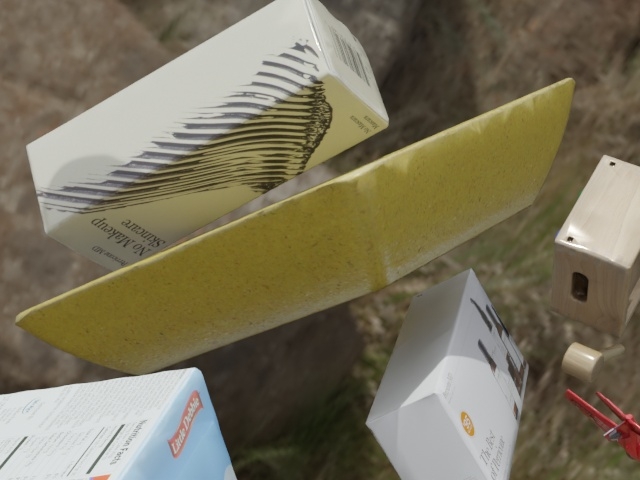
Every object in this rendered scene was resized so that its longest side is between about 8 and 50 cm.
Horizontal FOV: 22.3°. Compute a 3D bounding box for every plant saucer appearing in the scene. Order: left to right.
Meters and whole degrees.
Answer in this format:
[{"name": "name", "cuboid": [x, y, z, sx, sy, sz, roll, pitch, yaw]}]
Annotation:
[{"name": "plant saucer", "cuboid": [0.000, 0.000, 1.189, 0.333, 0.333, 0.081, -26, 93, -54]}]

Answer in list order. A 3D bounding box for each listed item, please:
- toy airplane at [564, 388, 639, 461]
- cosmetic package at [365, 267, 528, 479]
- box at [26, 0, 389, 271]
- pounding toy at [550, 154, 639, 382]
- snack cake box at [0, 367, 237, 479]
[{"name": "toy airplane", "cuboid": [0.251, 0.159, 1.312, 0.151, 0.028, 0.151, 41, 2, -2]}, {"name": "cosmetic package", "cuboid": [0.099, 0.110, 1.181, 0.099, 0.060, 0.239, 57, 19, -11]}, {"name": "box", "cuboid": [-0.093, -0.085, 1.313, 0.113, 0.275, 0.094, 33, 33, -54]}, {"name": "pounding toy", "cuboid": [0.282, 0.049, 1.698, 0.094, 0.181, 0.206, 22, 58, 20]}, {"name": "snack cake box", "cuboid": [-0.152, 0.167, 0.768, 0.152, 0.089, 0.264, -8, 22, 20]}]
